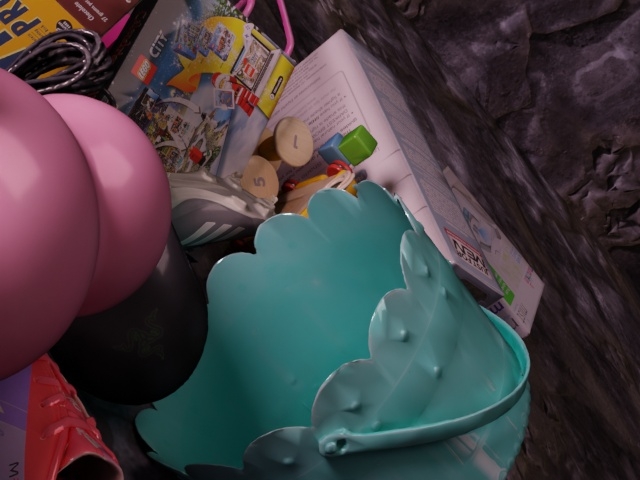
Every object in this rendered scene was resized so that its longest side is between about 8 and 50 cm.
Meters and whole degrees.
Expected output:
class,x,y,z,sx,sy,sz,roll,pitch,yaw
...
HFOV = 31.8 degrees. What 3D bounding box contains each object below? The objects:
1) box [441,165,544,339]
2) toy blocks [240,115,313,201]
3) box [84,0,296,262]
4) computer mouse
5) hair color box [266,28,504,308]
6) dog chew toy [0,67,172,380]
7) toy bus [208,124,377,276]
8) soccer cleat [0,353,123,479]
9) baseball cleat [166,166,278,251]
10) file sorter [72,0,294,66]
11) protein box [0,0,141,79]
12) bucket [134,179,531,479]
class,x,y,z,sx,sy,sz,roll,pitch,yaw
box,0.179,0.040,1.532,0.231,0.127,0.262,51,19,1
toy blocks,-0.092,-0.068,1.160,0.054,0.148,0.123,55,50,-20
box,-0.131,-0.118,1.036,0.159,0.044,0.233,39,64,-32
computer mouse,-0.174,-0.004,0.792,0.272,0.188,0.072,59,-16,-4
hair color box,0.041,-0.045,1.279,0.113,0.185,0.374,32,28,-45
dog chew toy,-0.211,-0.007,0.574,0.332,0.206,0.206,-13,66,-50
toy bus,-0.002,-0.002,1.106,0.104,0.191,0.202,47,20,-15
soccer cleat,-0.168,0.118,0.651,0.108,0.116,0.318,30,30,-47
baseball cleat,-0.127,-0.013,0.970,0.206,0.109,0.072,12,26,-51
file sorter,-0.188,-0.267,1.159,0.291,0.182,0.202,38,23,-33
protein box,-0.246,-0.213,0.915,0.136,0.201,0.200,44,21,-22
bucket,0.015,0.110,0.869,0.183,0.281,0.281,46,21,-26
